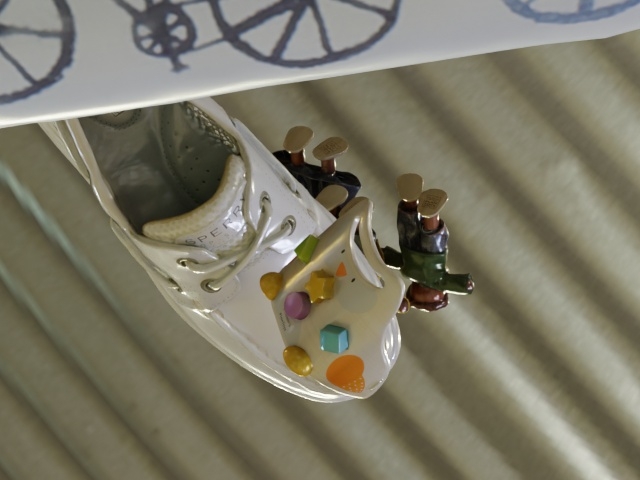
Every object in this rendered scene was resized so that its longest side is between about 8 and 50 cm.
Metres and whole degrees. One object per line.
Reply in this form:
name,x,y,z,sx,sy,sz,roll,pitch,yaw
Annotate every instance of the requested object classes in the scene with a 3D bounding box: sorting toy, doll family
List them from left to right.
doll family,0.000,0.000,1.199,0.193,0.076,0.111,31,-34,31
sorting toy,0.012,0.020,0.925,0.075,0.045,0.083,-49,-129,42

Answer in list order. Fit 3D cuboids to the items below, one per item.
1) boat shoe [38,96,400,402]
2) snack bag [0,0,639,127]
boat shoe,-0.062,-0.014,1.033,0.098,0.096,0.277,-45,-80,-1
snack bag,-0.058,-0.166,0.260,0.323,0.037,0.343,-7,-57,4
